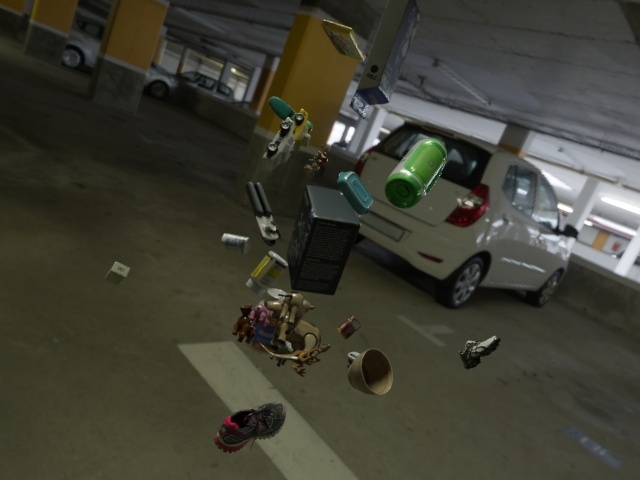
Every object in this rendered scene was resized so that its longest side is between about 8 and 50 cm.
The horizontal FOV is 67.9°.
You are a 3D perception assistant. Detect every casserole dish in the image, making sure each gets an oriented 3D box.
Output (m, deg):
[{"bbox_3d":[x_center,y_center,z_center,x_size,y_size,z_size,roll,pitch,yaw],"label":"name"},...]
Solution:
[{"bbox_3d":[0.138,-0.185,1.814,0.188,0.037,0.114,54,43,-10],"label":"casserole dish"}]

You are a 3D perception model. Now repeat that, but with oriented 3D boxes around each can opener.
[{"bbox_3d":[-0.243,-0.109,1.913,0.074,0.093,0.280,-1,61,-39],"label":"can opener"}]

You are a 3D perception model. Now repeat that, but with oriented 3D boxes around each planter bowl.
[{"bbox_3d":[0.167,0.485,1.726,0.162,0.109,0.162,23,53,-35],"label":"planter bowl"}]

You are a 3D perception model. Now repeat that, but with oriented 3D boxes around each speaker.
[{"bbox_3d":[0.315,-0.224,1.548,0.131,0.131,0.296,26,45,15],"label":"speaker"}]

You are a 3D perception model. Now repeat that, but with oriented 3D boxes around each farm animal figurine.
[{"bbox_3d":[-0.116,0.276,1.610,0.330,0.172,0.327,-20,-53,42],"label":"farm animal figurine"}]

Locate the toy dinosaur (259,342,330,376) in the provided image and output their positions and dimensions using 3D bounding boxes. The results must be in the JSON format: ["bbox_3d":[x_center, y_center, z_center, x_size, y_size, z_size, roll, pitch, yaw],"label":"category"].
[{"bbox_3d":[-0.070,0.350,1.417,0.211,0.064,0.112,-1,16,-14],"label":"toy dinosaur"}]

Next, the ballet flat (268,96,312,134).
[{"bbox_3d":[-0.149,-0.583,2.269,0.248,0.086,0.086,39,12,-1],"label":"ballet flat"}]

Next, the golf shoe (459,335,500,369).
[{"bbox_3d":[0.619,0.423,1.876,0.077,0.198,0.094,7,43,-39],"label":"golf shoe"}]

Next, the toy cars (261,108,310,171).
[{"bbox_3d":[-0.100,-0.344,1.661,0.087,0.176,0.394,26,25,0],"label":"toy cars"}]

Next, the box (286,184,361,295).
[{"bbox_3d":[0.000,0.000,2.155,0.212,0.395,0.293,10,31,-15],"label":"box"}]

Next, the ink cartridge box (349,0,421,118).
[{"bbox_3d":[0.186,-0.508,1.336,0.065,0.333,0.165,24,9,17],"label":"ink cartridge box"}]

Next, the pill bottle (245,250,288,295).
[{"bbox_3d":[-0.268,0.165,2.357,0.119,0.208,0.119,39,1,-1],"label":"pill bottle"}]

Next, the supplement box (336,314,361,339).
[{"bbox_3d":[0.110,0.335,1.830,0.043,0.083,0.055,50,-6,-9],"label":"supplement box"}]

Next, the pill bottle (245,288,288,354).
[{"bbox_3d":[-0.231,0.362,2.153,0.152,0.272,0.152,19,14,-5],"label":"pill bottle"}]

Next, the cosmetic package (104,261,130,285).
[{"bbox_3d":[-0.761,0.126,1.777,0.060,0.115,0.041,31,52,-24],"label":"cosmetic package"}]

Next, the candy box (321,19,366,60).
[{"bbox_3d":[0.080,-0.661,1.579,0.105,0.027,0.206,23,4,18],"label":"candy box"}]

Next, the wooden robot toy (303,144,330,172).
[{"bbox_3d":[0.006,-0.379,2.286,0.079,0.173,0.076,26,22,-49],"label":"wooden robot toy"}]

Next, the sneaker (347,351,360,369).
[{"bbox_3d":[0.204,0.615,2.207,0.079,0.121,0.217,-10,18,-28],"label":"sneaker"}]

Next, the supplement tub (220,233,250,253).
[{"bbox_3d":[-0.350,0.013,1.967,0.107,0.071,0.071,10,11,6],"label":"supplement tub"}]

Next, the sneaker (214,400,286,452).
[{"bbox_3d":[-0.224,0.633,1.661,0.121,0.112,0.299,34,25,30],"label":"sneaker"}]

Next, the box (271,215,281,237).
[{"bbox_3d":[-0.262,-0.128,2.175,0.231,0.056,0.183,58,-8,53],"label":"box"}]
